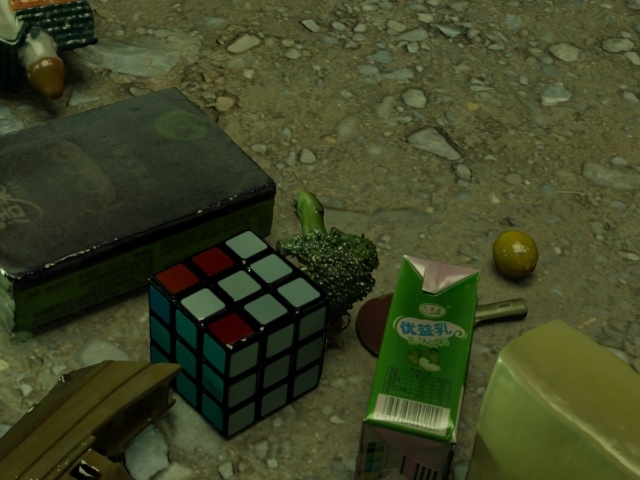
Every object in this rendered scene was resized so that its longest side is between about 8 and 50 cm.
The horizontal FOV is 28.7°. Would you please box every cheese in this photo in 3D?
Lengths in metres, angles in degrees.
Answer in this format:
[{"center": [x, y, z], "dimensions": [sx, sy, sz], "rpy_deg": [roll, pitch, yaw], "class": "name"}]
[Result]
[{"center": [0.276, 0.255, 1.320], "dimensions": [0.124, 0.265, 0.242], "rpy_deg": [-31, 52, -34], "class": "cheese"}]

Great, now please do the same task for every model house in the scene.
[{"center": [-0.474, -0.313, 1.980], "dimensions": [0.271, 0.190, 0.300], "rpy_deg": [-14, 60, -26], "class": "model house"}]

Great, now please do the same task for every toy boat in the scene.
[{"center": [-0.293, 0.278, 1.335], "dimensions": [0.162, 0.136, 0.445], "rpy_deg": [26, 44, 15], "class": "toy boat"}]

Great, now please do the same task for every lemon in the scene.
[{"center": [0.270, 0.017, 1.744], "dimensions": [0.062, 0.062, 0.083], "rpy_deg": [-7, 39, -14], "class": "lemon"}]

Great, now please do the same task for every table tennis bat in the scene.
[{"center": [0.162, 0.105, 1.665], "dimensions": [0.235, 0.022, 0.131], "rpy_deg": [-9, 43, -14], "class": "table tennis bat"}]

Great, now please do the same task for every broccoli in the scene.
[{"center": [0.001, 0.002, 1.603], "dimensions": [0.122, 0.118, 0.204], "rpy_deg": [-16, 41, -5], "class": "broccoli"}]

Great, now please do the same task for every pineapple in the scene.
[{"center": [-0.017, 0.088, 1.625], "dimensions": [0.116, 0.069, 0.137], "rpy_deg": [7, 43, 0], "class": "pineapple"}]

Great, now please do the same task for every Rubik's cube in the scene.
[{"center": [-0.100, 0.110, 1.521], "dimensions": [0.163, 0.160, 0.162], "rpy_deg": [-26, 50, -32], "class": "Rubik's cube"}]

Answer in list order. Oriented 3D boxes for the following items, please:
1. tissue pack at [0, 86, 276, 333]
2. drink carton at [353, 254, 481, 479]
[{"center": [-0.298, -0.053, 1.711], "dimensions": [0.394, 0.124, 0.288], "rpy_deg": [-21, 48, -28], "class": "tissue pack"}, {"center": [0.117, 0.171, 1.476], "dimensions": [0.108, 0.161, 0.271], "rpy_deg": [12, 47, 5], "class": "drink carton"}]
